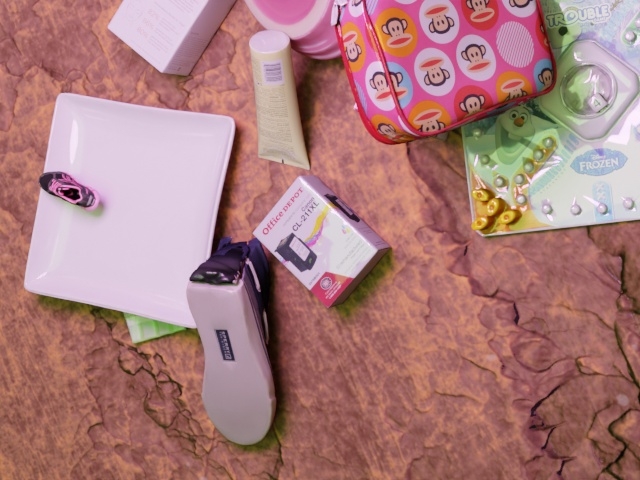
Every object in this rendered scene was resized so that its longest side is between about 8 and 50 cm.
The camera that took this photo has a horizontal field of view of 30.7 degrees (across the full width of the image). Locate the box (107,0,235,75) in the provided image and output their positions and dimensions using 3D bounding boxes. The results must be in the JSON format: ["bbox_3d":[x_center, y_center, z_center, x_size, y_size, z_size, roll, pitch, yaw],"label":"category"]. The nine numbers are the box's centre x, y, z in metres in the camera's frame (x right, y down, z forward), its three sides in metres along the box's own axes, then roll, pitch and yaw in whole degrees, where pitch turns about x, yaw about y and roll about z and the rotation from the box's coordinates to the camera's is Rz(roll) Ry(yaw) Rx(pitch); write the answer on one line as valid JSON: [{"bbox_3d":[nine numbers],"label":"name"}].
[{"bbox_3d":[-0.237,-0.374,1.887,0.130,0.091,0.170,40,106,15],"label":"box"}]

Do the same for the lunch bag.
[{"bbox_3d":[0.167,-0.282,1.578,0.120,0.293,0.258,-11,98,62],"label":"lunch bag"}]

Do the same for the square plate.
[{"bbox_3d":[-0.316,-0.055,1.944,0.344,0.049,0.347,11,91,22],"label":"square plate"}]

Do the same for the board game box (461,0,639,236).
[{"bbox_3d":[0.385,-0.217,1.679,0.389,0.050,0.390,-7,91,22],"label":"board game box"}]

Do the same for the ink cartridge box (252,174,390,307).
[{"bbox_3d":[0.000,0.000,1.828,0.175,0.072,0.127,44,107,13],"label":"ink cartridge box"}]

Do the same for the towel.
[{"bbox_3d":[-0.293,0.091,1.973,0.113,0.023,0.152,-16,87,22],"label":"towel"}]

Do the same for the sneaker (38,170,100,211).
[{"bbox_3d":[-0.425,-0.086,1.931,0.119,0.057,0.047,21,96,22],"label":"sneaker"}]

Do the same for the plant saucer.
[{"bbox_3d":[-0.031,-0.428,1.722,0.332,0.084,0.332,29,128,44],"label":"plant saucer"}]

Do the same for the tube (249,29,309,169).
[{"bbox_3d":[-0.068,-0.211,1.800,0.062,0.240,0.070,-20,45,-15],"label":"tube"}]

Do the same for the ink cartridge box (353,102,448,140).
[{"bbox_3d":[0.129,-0.197,1.726,0.109,0.150,0.063,19,96,19],"label":"ink cartridge box"}]

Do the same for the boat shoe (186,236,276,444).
[{"bbox_3d":[-0.120,0.155,1.869,0.127,0.158,0.341,5,123,16],"label":"boat shoe"}]
